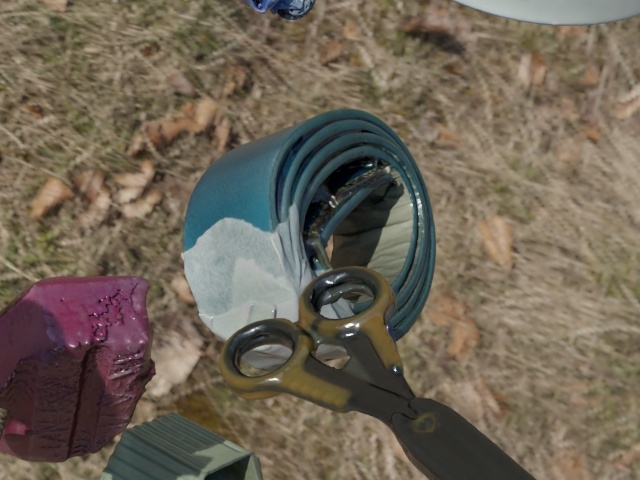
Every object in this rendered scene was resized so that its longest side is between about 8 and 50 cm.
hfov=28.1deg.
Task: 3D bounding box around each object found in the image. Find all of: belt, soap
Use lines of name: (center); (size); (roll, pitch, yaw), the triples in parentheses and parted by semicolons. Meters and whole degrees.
belt: (0.001, -0.001, 1.633); (0.436, 0.173, 0.300); (-36, 105, -55)
soap: (-0.344, 0.179, 1.684); (0.220, 0.127, 0.325); (0, 141, -21)

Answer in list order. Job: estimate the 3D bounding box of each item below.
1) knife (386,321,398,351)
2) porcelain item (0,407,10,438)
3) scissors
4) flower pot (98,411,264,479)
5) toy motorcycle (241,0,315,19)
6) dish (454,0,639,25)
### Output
knife: (0.081, 0.147, 1.506); (0.018, 0.031, 0.121); (3, 74, -41)
porcelain item: (-0.398, 0.225, 1.456); (0.054, 0.213, 0.084); (22, 64, -15)
scissors: (0.037, 0.072, 0.509); (0.088, 0.220, 0.017); (-31, 125, -17)
flower pot: (-0.229, 0.417, 2.071); (0.239, 0.190, 0.209); (-17, 122, -54)
toy motorcycle: (-0.059, -0.351, 1.561); (0.114, 0.076, 0.205); (-17, 135, -15)
dish: (0.161, -0.290, 0.894); (0.273, 0.273, 0.133); (-30, 153, -28)
